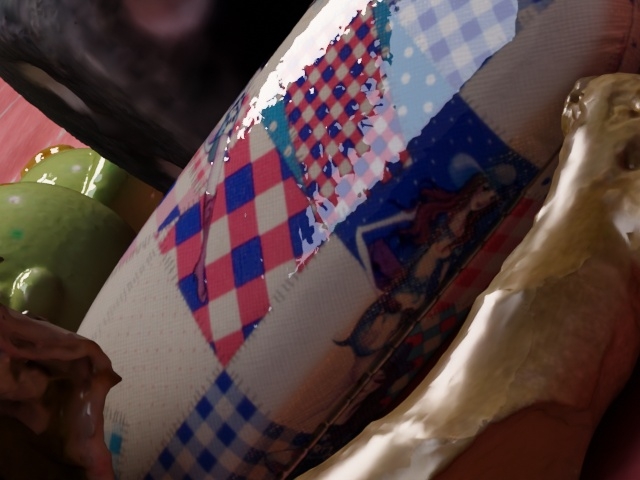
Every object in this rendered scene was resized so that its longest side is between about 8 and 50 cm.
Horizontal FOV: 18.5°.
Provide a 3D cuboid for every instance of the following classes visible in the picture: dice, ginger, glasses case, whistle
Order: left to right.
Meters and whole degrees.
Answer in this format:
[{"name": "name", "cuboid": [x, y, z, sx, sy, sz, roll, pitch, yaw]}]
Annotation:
[{"name": "whistle", "cuboid": [-0.147, 0.001, 1.059, 0.141, 0.141, 0.294, -48, 20, 23]}, {"name": "dice", "cuboid": [-0.044, -0.119, 0.931, 0.182, 0.183, 0.181, -59, 18, -12]}, {"name": "glasses case", "cuboid": [0.000, 0.000, 0.754, 0.327, 0.076, 0.125, -51, 49, 21]}, {"name": "ginger", "cuboid": [0.033, 0.069, 0.616, 0.294, 0.086, 0.131, -53, 9, -14]}]

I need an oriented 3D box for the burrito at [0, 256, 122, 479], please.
[{"name": "burrito", "cuboid": [-0.211, 0.076, 0.817, 0.190, 0.135, 0.332, -29, 16, -18]}]
